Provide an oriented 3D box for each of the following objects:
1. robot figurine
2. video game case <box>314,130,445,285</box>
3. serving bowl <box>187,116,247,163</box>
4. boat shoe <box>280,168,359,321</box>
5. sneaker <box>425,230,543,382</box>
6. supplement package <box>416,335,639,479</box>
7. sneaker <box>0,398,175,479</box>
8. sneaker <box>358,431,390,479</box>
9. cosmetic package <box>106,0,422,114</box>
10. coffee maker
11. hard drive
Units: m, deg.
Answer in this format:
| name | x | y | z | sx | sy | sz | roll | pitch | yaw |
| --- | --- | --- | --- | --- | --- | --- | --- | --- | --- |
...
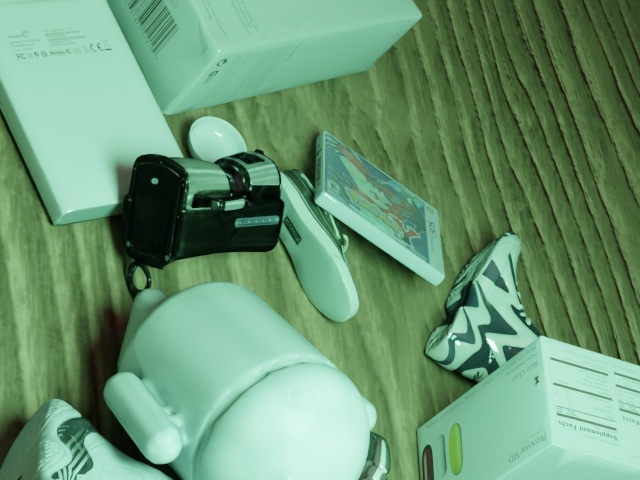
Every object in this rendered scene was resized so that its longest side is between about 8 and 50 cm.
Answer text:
| name | x | y | z | sx | sy | sz | roll | pitch | yaw |
| --- | --- | --- | --- | --- | --- | --- | --- | --- | --- |
| robot figurine | -0.083 | 0.178 | 1.847 | 0.300 | 0.200 | 0.353 | -5 | 31 | -36 |
| video game case | 0.077 | -0.045 | 2.254 | 0.201 | 0.023 | 0.183 | 34 | 24 | -17 |
| serving bowl | -0.135 | -0.116 | 2.193 | 0.083 | 0.027 | 0.083 | 19 | 51 | -25 |
| boat shoe | 0.000 | 0.000 | 2.178 | 0.070 | 0.078 | 0.219 | -14 | 68 | -41 |
| sneaker | 0.247 | 0.107 | 2.278 | 0.153 | 0.094 | 0.235 | 39 | 45 | -10 |
| supplement package | 0.272 | 0.257 | 2.068 | 0.204 | 0.262 | 0.145 | 17 | 51 | -27 |
| sneaker | -0.216 | 0.313 | 1.696 | 0.210 | 0.137 | 0.366 | 32 | 21 | -18 |
| sneaker | -0.030 | 0.292 | 1.933 | 0.162 | 0.106 | 0.281 | 34 | 46 | -9 |
| cosmetic package | -0.077 | -0.319 | 2.294 | 0.385 | 0.156 | 0.217 | -14 | 70 | -43 |
| coffee maker | -0.144 | -0.024 | 2.058 | 0.178 | 0.171 | 0.120 | -3 | 41 | -49 |
| hard drive | -0.295 | -0.171 | 2.102 | 0.203 | 0.040 | 0.307 | -12 | 68 | -41 |
